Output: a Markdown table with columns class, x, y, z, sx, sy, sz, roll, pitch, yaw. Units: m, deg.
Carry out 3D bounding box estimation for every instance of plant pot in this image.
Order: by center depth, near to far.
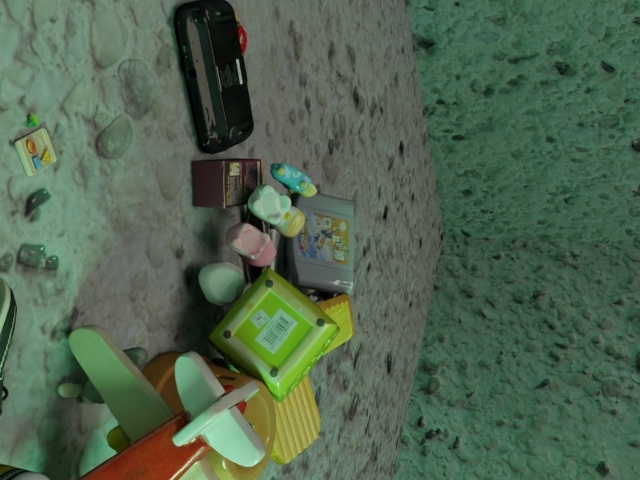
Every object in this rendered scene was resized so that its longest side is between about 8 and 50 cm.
| class | x | y | z | sx | sy | sz | roll | pitch | yaw |
| --- | --- | --- | --- | --- | --- | --- | --- | --- | --- |
| plant pot | -0.222 | 0.370 | 1.271 | 0.291 | 0.204 | 0.290 | -3 | 90 | -65 |
| plant pot | -0.100 | 0.202 | 1.394 | 0.228 | 0.227 | 0.207 | -50 | 175 | -11 |

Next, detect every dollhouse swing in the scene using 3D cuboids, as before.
| class | x | y | z | sx | sy | sz | roll | pitch | yaw |
| --- | --- | --- | --- | --- | --- | --- | --- | --- | --- |
| dollhouse swing | -0.016 | 0.358 | 1.686 | 0.305 | 0.315 | 0.347 | 60 | 19 | 10 |

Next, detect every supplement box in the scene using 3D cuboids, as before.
| class | x | y | z | sx | sy | sz | roll | pitch | yaw |
| --- | --- | --- | --- | --- | --- | --- | --- | --- | --- |
| supplement box | -0.206 | -0.132 | 1.448 | 0.188 | 0.081 | 0.104 | -21 | 113 | -67 |

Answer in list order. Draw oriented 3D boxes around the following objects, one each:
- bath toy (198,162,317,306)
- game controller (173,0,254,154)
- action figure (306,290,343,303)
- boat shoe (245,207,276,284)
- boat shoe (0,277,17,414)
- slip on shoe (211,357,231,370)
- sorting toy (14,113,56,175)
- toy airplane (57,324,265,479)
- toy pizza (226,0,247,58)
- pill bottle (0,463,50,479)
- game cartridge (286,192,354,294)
| class | x | y | z | sx | sy | sz | roll | pitch | yaw |
| --- | --- | --- | --- | --- | --- | --- | --- | --- | --- |
| bath toy | -0.147 | -0.006 | 1.436 | 0.151 | 0.129 | 0.348 | 38 | 77 | -20 |
| game controller | -0.223 | -0.352 | 1.382 | 0.166 | 0.067 | 0.319 | -44 | 134 | -51 |
| action figure | 0.016 | 0.126 | 1.973 | 0.275 | 0.141 | 0.164 | -85 | 174 | -63 |
| boat shoe | -0.156 | 0.010 | 1.601 | 0.070 | 0.078 | 0.219 | -47 | 137 | -60 |
| boat shoe | -0.456 | 0.213 | 0.798 | 0.113 | 0.127 | 0.340 | 53 | 46 | -60 |
| slip on shoe | -0.221 | 0.324 | 1.460 | 0.041 | 0.051 | 0.135 | 40 | 24 | -43 |
| sorting toy | -0.431 | -0.146 | 0.965 | 0.062 | 0.012 | 0.083 | -55 | 142 | -53 |
| toy airplane | -0.249 | 0.343 | 1.016 | 0.272 | 0.385 | 0.386 | 58 | 38 | -78 |
| toy pizza | -0.213 | -0.446 | 1.455 | 0.201 | 0.032 | 0.201 | 3 | 90 | -69 |
| pill bottle | -0.416 | 0.349 | 0.836 | 0.103 | 0.184 | 0.103 | 3 | 90 | -69 |
| game cartridge | 0.000 | 0.000 | 1.848 | 0.198 | 0.062 | 0.297 | 13 | 64 | -25 |
